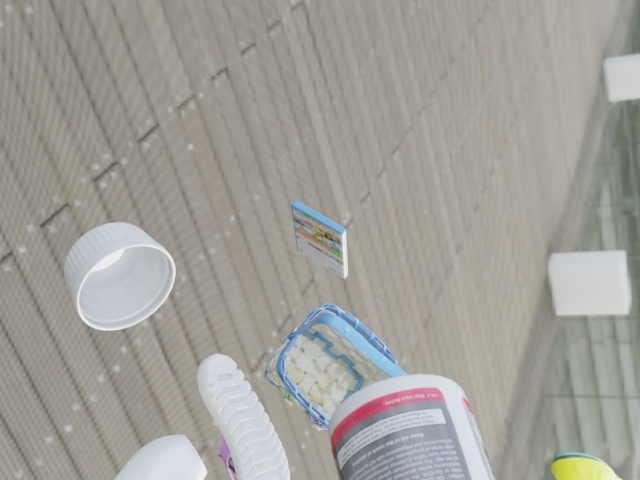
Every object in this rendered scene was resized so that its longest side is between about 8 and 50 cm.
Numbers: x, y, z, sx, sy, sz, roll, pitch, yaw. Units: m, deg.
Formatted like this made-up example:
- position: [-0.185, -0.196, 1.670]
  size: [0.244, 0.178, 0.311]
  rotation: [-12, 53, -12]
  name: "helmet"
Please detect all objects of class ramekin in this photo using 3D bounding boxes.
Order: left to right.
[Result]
- position: [-0.399, 0.062, 1.823]
  size: [0.207, 0.109, 0.207]
  rotation: [-24, 136, -25]
  name: "ramekin"

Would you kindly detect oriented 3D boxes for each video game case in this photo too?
- position: [0.000, 0.000, 1.797]
  size: [0.015, 0.119, 0.166]
  rotation: [-50, 157, -24]
  name: "video game case"

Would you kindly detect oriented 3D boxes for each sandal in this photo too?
- position: [-0.176, 0.449, 2.071]
  size: [0.169, 0.102, 0.416]
  rotation: [-22, 92, -58]
  name: "sandal"

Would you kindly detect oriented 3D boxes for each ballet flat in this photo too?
- position: [0.424, 0.386, 1.442]
  size: [0.231, 0.077, 0.077]
  rotation: [36, 43, -49]
  name: "ballet flat"

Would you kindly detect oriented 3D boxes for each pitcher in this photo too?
- position: [-0.303, 0.467, 1.704]
  size: [0.207, 0.125, 0.178]
  rotation: [-31, 103, -18]
  name: "pitcher"

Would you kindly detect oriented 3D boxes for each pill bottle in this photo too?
- position: [0.124, 0.324, 1.038]
  size: [0.176, 0.176, 0.319]
  rotation: [55, 15, -48]
  name: "pill bottle"

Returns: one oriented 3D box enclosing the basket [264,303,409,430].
- position: [0.046, 0.242, 1.718]
  size: [0.254, 0.289, 0.201]
  rotation: [41, 58, -10]
  name: "basket"
